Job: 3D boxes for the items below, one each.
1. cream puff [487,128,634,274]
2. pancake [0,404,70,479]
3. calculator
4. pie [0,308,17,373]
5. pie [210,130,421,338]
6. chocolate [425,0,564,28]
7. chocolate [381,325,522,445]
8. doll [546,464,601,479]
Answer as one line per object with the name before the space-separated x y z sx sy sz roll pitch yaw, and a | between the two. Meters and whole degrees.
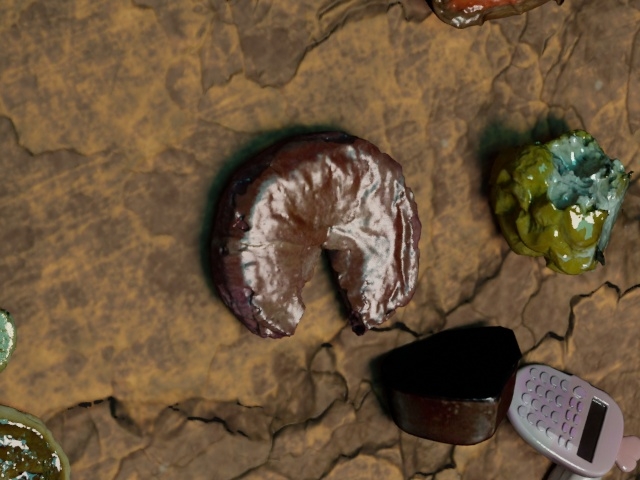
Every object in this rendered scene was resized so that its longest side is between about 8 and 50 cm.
cream puff | 0.235 -0.041 1.530 0.156 0.156 0.121 3 140 -26
pancake | -0.297 0.222 1.364 0.158 0.028 0.158 -6 104 -24
calculator | 0.263 0.191 1.596 0.166 0.024 0.103 31 55 -10
pie | -0.307 0.087 1.341 0.084 0.020 0.084 -3 98 -24
pie | 0.000 0.000 1.453 0.219 0.054 0.204 -16 106 -22
chocolate | 0.161 -0.258 1.447 0.133 0.127 0.124 -7 119 -14
chocolate | 0.144 0.154 1.520 0.149 0.125 0.080 -19 123 -26
doll | 0.239 0.304 1.615 0.160 0.059 0.161 -34 112 -18
